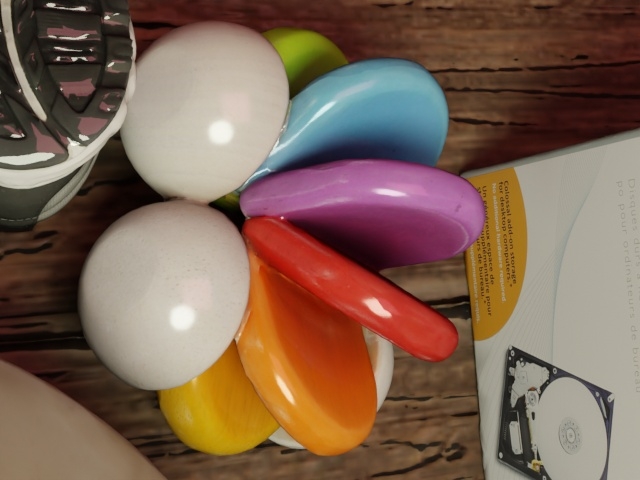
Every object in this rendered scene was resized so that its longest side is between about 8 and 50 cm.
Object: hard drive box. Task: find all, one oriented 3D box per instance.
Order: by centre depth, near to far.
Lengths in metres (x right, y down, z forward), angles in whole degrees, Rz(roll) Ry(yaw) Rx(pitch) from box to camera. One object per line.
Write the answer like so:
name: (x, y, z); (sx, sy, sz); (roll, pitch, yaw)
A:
hard drive box: (0.166, 0.040, 0.736); (0.089, 0.232, 0.181); (-2, 84, -30)

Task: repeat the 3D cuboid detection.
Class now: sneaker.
sneaker: (-0.122, -0.131, 0.682); (0.100, 0.108, 0.272); (6, 64, -11)

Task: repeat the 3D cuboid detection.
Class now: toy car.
toy car: (0.000, 0.000, 0.683); (0.159, 0.136, 0.182); (28, 69, -50)

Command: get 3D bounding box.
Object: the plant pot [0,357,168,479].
plant pot: (-0.168, 0.184, 0.509); (0.323, 0.323, 0.280); (45, 49, -17)
